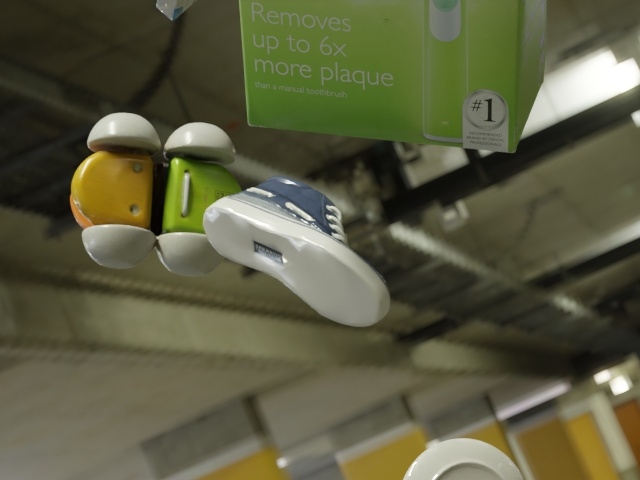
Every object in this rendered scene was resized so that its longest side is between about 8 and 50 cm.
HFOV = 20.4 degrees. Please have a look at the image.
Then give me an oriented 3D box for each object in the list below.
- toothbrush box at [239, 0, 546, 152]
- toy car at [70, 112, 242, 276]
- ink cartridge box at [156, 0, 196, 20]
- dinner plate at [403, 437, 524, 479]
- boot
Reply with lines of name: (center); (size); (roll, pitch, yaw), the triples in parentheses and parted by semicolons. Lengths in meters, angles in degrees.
toothbrush box: (0.052, -0.220, 1.264); (0.206, 0.283, 0.122); (7, 32, 15)
toy car: (-0.174, -0.040, 1.870); (0.182, 0.159, 0.136); (6, -16, -13)
ink cartridge box: (-0.150, -0.297, 2.048); (0.083, 0.028, 0.048); (-45, -11, -27)
dinner plate: (0.145, 0.265, 1.757); (0.141, 0.141, 0.017); (-20, -5, -18)
boot: (0.000, 0.000, 1.441); (0.086, 0.190, 0.069); (-31, -42, -39)
